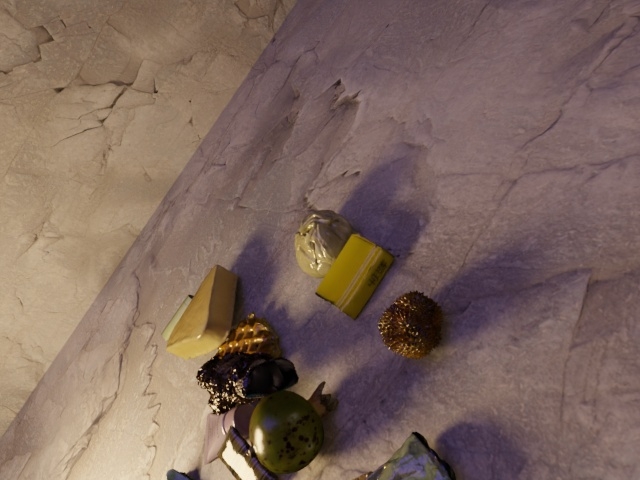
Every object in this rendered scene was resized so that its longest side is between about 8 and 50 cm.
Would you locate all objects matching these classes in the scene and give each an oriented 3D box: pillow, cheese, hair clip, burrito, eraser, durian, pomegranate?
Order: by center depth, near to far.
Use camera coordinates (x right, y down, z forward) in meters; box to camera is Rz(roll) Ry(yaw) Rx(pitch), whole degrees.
[{"bbox_3d":[0.153,0.501,0.944,0.229,0.089,0.144,-41,29,-6],"label":"burrito"},{"bbox_3d":[0.214,0.196,1.128,0.158,0.137,0.168,-47,16,-23],"label":"durian"},{"bbox_3d":[-0.075,0.451,1.208,0.198,0.198,0.246,-9,46,47],"label":"pomegranate"},{"bbox_3d":[-0.200,0.607,1.296,0.203,0.038,0.113,36,107,33],"label":"pillow"},{"bbox_3d":[0.097,0.099,1.391,0.226,0.069,0.158,-58,35,-3],"label":"eraser"},{"bbox_3d":[-0.377,0.747,1.448,0.229,0.070,0.039,3,60,43],"label":"hair clip"},{"bbox_3d":[-0.421,0.293,1.769,0.384,0.104,0.384,-43,26,28],"label":"cheese"}]

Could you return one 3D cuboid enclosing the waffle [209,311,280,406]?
[{"bbox_3d":[-0.257,0.396,1.574,0.302,0.068,0.325,-51,33,6],"label":"waffle"}]

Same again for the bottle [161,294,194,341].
[{"bbox_3d":[-0.580,0.327,2.014,0.202,0.072,0.072,-56,34,-1],"label":"bottle"}]

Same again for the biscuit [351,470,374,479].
[{"bbox_3d":[0.103,0.599,1.001,0.219,0.033,0.220,-28,43,29],"label":"biscuit"}]

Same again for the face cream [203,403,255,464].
[{"bbox_3d":[-0.286,0.571,1.457,0.274,0.096,0.154,-40,45,40],"label":"face cream"}]

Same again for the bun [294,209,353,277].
[{"bbox_3d":[0.000,0.000,1.532,0.229,0.145,0.230,-27,45,30],"label":"bun"}]

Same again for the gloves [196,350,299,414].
[{"bbox_3d":[-0.221,0.392,1.356,0.210,0.135,0.312,-35,18,-35],"label":"gloves"}]
